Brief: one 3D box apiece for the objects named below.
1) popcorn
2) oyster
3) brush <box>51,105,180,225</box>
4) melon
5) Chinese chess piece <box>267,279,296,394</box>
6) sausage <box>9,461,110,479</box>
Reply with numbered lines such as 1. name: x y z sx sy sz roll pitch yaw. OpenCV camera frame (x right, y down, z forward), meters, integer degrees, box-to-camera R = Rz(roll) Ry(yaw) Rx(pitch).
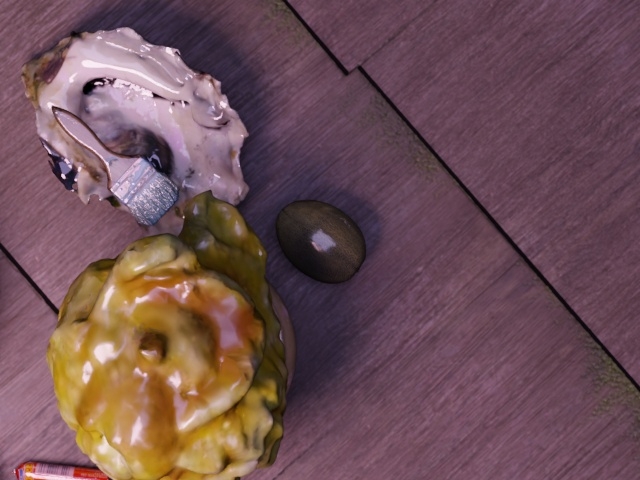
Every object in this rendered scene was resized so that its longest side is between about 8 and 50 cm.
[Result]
1. popcorn: -0.177 0.137 1.513 0.279 0.274 0.335 -27 76 24
2. oyster: -0.246 -0.148 1.711 0.351 0.115 0.238 31 93 4
3. brush: -0.267 -0.102 1.644 0.196 0.021 0.070 43 91 -10
4. melon: 0.000 0.000 1.717 0.131 0.098 0.098 40 84 -3
5. Chinese chess piece: -0.166 0.145 1.689 0.270 0.112 0.270 0 85 -2
6. sausage: -0.342 0.310 1.701 0.129 0.034 0.034 6 85 -3
